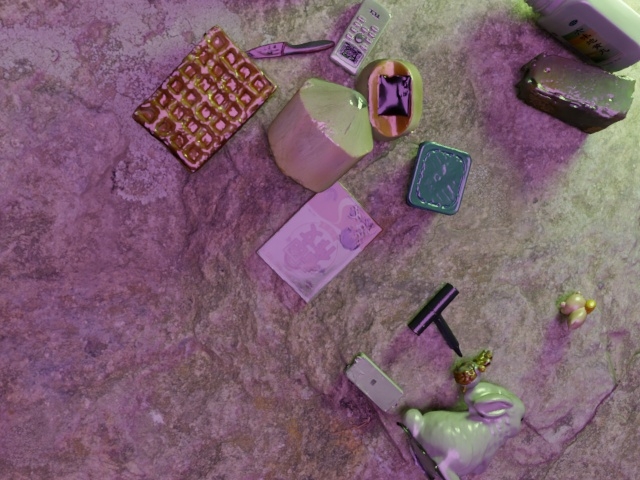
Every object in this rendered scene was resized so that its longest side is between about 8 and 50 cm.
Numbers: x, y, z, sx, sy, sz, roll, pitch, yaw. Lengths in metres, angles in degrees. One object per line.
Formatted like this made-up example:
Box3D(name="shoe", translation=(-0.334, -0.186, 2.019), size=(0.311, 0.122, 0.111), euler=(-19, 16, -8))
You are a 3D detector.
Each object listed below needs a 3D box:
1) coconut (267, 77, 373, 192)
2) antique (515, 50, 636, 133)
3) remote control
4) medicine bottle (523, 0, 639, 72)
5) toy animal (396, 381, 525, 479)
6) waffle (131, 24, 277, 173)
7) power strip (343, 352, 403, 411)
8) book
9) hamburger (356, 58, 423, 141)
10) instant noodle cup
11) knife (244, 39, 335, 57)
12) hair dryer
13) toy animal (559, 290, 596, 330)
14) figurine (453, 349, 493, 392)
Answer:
Box3D(name="coconut", translation=(0.012, -0.263, 1.153), size=(0.239, 0.239, 0.244), euler=(41, 123, -11))
Box3D(name="antique", translation=(0.680, -0.408, 1.311), size=(0.283, 0.150, 0.125), euler=(21, 89, -3))
Box3D(name="remote control", translation=(0.104, -0.531, 1.247), size=(0.087, 0.029, 0.190), euler=(32, 91, -12))
Box3D(name="medicine bottle", translation=(0.693, -0.580, 1.257), size=(0.324, 0.179, 0.124), euler=(32, 91, -12))
Box3D(name="toy animal", translation=(0.422, 0.529, 1.360), size=(0.357, 0.194, 0.258), euler=(-31, 98, -15))
Box3D(name="waffle", translation=(-0.285, -0.338, 1.181), size=(0.213, 0.091, 0.308), euler=(44, 88, -11))
Box3D(name="power strip", translation=(0.152, 0.406, 1.368), size=(0.081, 0.035, 0.192), euler=(-45, 101, -1))
Box3D(name="book", translation=(0.000, 0.000, 1.303), size=(0.295, 0.020, 0.208), euler=(-45, 102, -1))
Box3D(name="hamburger", translation=(0.180, -0.364, 1.243), size=(0.172, 0.116, 0.211), euler=(-5, 102, 0))
Box3D(name="instant noodle cup", translation=(0.313, -0.167, 1.305), size=(0.156, 0.070, 0.179), euler=(13, 94, -11))
Box3D(name="knife", translation=(-0.083, -0.492, 1.229), size=(0.247, 0.018, 0.036), euler=(-9, 101, -7))
Box3D(name="hair dryer", translation=(0.372, 0.244, 1.381), size=(0.195, 0.050, 0.173), euler=(43, 90, -15))
Box3D(name="toy animal", translation=(0.746, 0.208, 1.423), size=(0.082, 0.091, 0.114), euler=(40, 76, 16))
Box3D(name="figurine", translation=(0.440, 0.369, 1.383), size=(0.101, 0.143, 0.068), euler=(-28, 96, 37))
